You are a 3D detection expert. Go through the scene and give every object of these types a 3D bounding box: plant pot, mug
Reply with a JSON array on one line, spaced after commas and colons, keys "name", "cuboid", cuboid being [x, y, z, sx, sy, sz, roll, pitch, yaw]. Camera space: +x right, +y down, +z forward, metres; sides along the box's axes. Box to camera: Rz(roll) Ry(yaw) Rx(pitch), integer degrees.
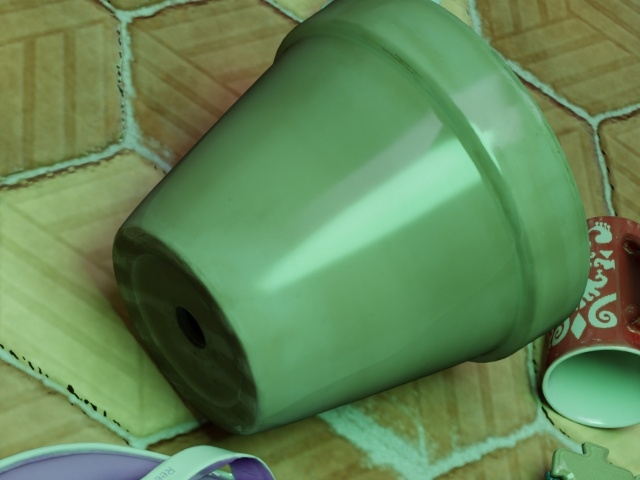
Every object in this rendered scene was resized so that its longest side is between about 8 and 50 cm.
[{"name": "plant pot", "cuboid": [0.000, 0.000, 1.510, 0.280, 0.323, 0.323, -32, 77, -25]}, {"name": "mug", "cuboid": [0.273, 0.062, 1.716, 0.113, 0.150, 0.169, 43, 36, -31]}]

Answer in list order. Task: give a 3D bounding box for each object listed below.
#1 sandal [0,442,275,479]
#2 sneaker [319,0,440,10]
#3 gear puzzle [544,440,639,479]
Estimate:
[{"name": "sandal", "cuboid": [-0.077, 0.217, 1.405, 0.416, 0.102, 0.169, 9, 52, -30]}, {"name": "sneaker", "cuboid": [0.049, -0.210, 1.805, 0.091, 0.094, 0.258, 32, 48, -13]}, {"name": "gear puzzle", "cuboid": [0.330, 0.296, 1.644, 0.339, 0.044, 0.175, 20, 57, -17]}]
